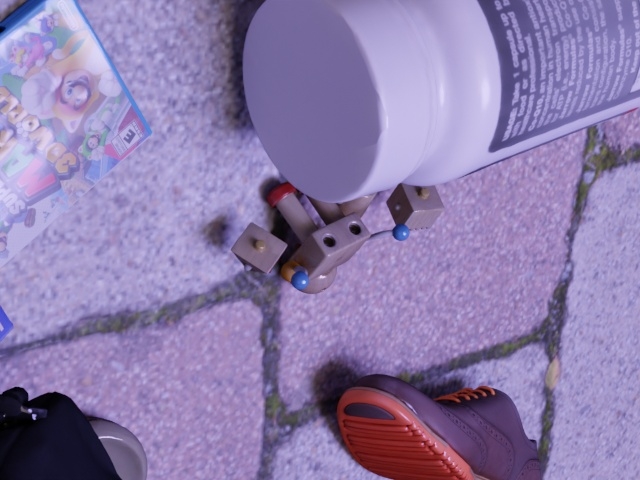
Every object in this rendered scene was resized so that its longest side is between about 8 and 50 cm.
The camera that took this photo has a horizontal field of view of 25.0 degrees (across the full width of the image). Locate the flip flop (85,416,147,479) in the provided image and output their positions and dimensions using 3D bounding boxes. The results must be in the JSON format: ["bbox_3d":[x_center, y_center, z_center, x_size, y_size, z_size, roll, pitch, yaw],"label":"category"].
[{"bbox_3d":[-0.197,0.237,0.908,0.277,0.080,0.112,-51,135,-13],"label":"flip flop"}]

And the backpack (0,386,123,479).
[{"bbox_3d":[-0.243,0.274,0.727,0.356,0.290,0.273,-28,99,1],"label":"backpack"}]

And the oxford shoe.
[{"bbox_3d":[0.100,0.153,1.159,0.271,0.097,0.098,44,57,-49],"label":"oxford shoe"}]

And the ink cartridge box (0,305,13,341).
[{"bbox_3d":[-0.284,-0.022,0.640,0.186,0.065,0.311,-53,123,-40],"label":"ink cartridge box"}]

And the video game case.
[{"bbox_3d":[-0.184,-0.054,0.835,0.166,0.015,0.119,-44,133,-19],"label":"video game case"}]

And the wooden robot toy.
[{"bbox_3d":[0.000,0.000,1.015,0.173,0.076,0.079,-24,159,-34],"label":"wooden robot toy"}]

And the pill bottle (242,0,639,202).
[{"bbox_3d":[0.099,-0.130,0.961,0.283,0.161,0.161,-21,122,-36],"label":"pill bottle"}]
